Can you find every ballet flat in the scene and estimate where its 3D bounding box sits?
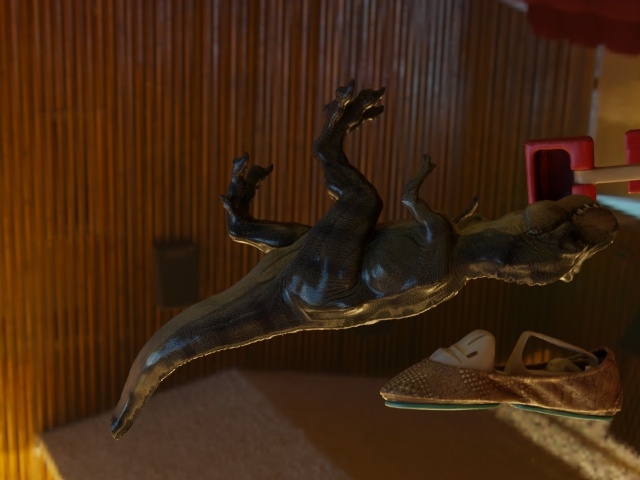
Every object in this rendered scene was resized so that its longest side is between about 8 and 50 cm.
[{"bbox_3d":[0.148,0.105,0.925,0.206,0.067,0.073,5,-178,-18],"label":"ballet flat"}]

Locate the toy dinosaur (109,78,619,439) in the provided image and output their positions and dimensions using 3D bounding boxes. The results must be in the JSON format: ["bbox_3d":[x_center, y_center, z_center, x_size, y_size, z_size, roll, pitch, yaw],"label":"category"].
[{"bbox_3d":[0.000,0.000,0.557,0.268,0.118,0.064,-20,157,16],"label":"toy dinosaur"}]

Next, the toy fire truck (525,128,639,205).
[{"bbox_3d":[0.236,-0.051,0.727,0.192,0.047,0.135,-3,-173,21],"label":"toy fire truck"}]
